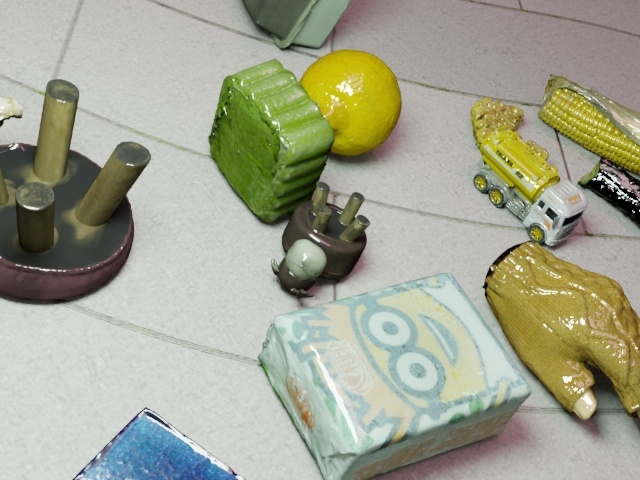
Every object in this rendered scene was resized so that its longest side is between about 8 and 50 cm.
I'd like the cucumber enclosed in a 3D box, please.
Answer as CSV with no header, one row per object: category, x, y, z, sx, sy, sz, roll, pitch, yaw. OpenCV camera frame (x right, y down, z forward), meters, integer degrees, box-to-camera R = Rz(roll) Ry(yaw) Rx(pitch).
cucumber,0.637,-0.047,1.833,0.303,0.081,0.072,42,15,19

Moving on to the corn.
corn,0.592,-0.242,1.975,0.305,0.122,0.123,31,41,10

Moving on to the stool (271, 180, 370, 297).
stool,0.000,0.000,1.453,0.125,0.121,0.217,33,37,7

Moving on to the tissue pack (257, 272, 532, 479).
tissue pack,0.101,0.183,1.307,0.311,0.128,0.228,-11,53,-32

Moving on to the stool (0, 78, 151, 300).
stool,-0.376,-0.072,1.298,0.272,0.178,0.272,13,43,-13

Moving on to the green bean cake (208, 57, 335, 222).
green bean cake,-0.081,-0.154,1.501,0.113,0.214,0.200,-20,58,-31

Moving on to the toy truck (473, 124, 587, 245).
toy truck,0.379,-0.101,1.736,0.098,0.114,0.227,-21,59,-39

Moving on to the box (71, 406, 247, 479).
box,-0.165,0.360,1.003,0.279,0.116,0.261,34,44,10

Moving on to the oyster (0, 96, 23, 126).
oyster,-0.519,-0.171,1.341,0.191,0.163,0.081,-5,77,-24

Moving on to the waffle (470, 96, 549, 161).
waffle,0.370,-0.213,1.894,0.149,0.051,0.194,15,38,-12

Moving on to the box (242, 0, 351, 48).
box,-0.031,-0.535,1.861,0.166,0.290,0.220,10,41,-37

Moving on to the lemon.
lemon,0.051,-0.244,1.676,0.187,0.187,0.244,33,30,9

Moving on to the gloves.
gloves,0.404,0.146,1.466,0.203,0.155,0.356,-25,64,-36
